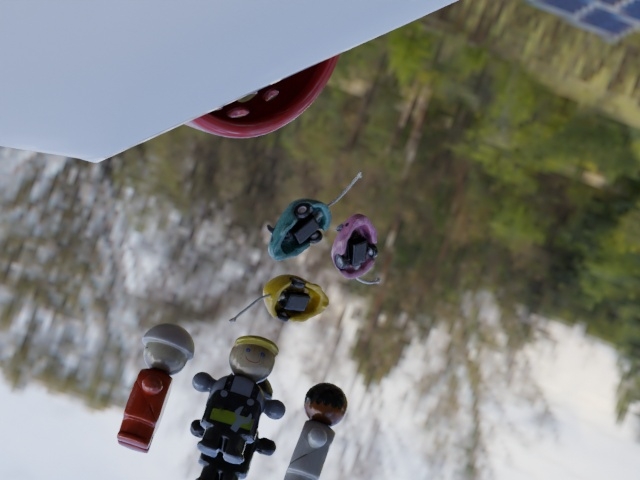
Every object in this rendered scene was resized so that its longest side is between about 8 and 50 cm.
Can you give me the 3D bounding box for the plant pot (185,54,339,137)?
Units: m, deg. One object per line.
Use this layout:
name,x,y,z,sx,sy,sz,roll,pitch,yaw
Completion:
plant pot,-0.100,-0.189,1.293,0.191,0.191,0.174,17,-179,-38

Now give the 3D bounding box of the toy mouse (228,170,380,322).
toy mouse,0.000,0.000,1.325,0.161,0.143,0.031,2,-155,-42

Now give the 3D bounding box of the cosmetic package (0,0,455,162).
cosmetic package,-0.060,-0.157,0.613,0.365,0.155,0.197,-16,162,42

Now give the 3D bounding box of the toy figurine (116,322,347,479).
toy figurine,-0.090,0.184,1.710,0.209,0.148,0.213,-3,150,45
